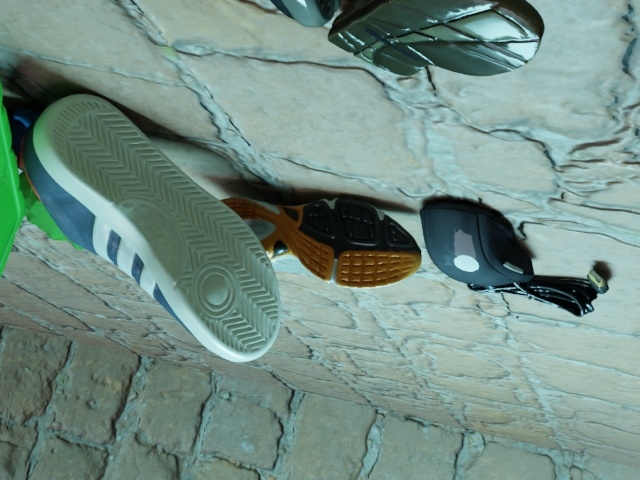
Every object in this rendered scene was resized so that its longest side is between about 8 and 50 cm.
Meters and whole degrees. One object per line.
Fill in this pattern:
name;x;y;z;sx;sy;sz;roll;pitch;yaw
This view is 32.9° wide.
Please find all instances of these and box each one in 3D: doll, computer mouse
doll;-0.317;-0.106;1.224;0.129;0.046;0.189;-23;140;40
computer mouse;0.214;0.036;1.188;0.184;0.060;0.262;9;163;25

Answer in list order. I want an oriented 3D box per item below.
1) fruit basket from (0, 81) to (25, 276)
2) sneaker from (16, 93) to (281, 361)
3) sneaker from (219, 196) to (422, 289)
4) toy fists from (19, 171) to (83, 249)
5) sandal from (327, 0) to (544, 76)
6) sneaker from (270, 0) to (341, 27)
fruit basket;-0.494;-0.087;1.058;0.392;0.282;0.392;10;151;5
sneaker;-0.187;-0.004;1.178;0.350;0.131;0.148;51;146;-17
sneaker;0.000;0.000;1.248;0.263;0.099;0.121;10;179;24
toy fists;-0.253;-0.023;1.379;0.279;0.096;0.142;23;156;-19
sandal;0.072;-0.150;0.712;0.090;0.060;0.219;27;176;-17
sneaker;-0.064;-0.205;0.595;0.130;0.087;0.227;9;160;28
